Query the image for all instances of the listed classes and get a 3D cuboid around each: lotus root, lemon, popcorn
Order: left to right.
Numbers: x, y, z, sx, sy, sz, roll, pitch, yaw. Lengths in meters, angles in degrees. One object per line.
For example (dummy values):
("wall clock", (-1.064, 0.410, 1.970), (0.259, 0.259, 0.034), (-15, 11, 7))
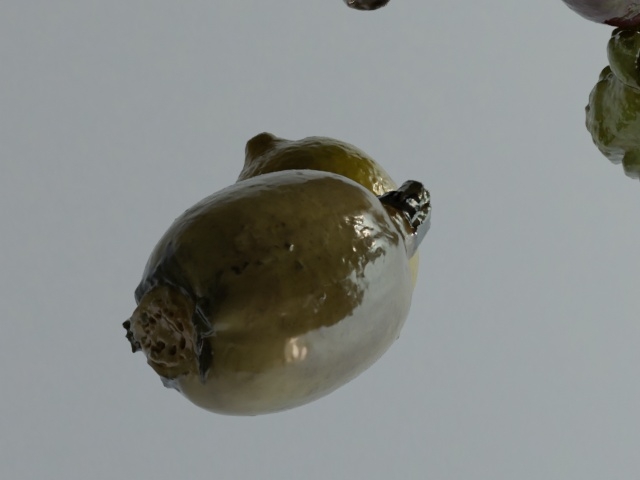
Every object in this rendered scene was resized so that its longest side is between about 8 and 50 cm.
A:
("lotus root", (-0.010, 0.028, 1.267), (0.183, 0.183, 0.310), (36, -141, 27))
("lemon", (0.000, 0.000, 1.540), (0.187, 0.187, 0.244), (-36, -93, -20))
("popcorn", (0.353, -0.140, 1.539), (0.168, 0.195, 0.174), (2, -116, -2))

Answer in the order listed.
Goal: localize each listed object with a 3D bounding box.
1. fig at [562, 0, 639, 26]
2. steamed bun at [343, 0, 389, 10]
("fig", (0.256, -0.307, 1.450), (0.160, 0.143, 0.231), (-7, -125, -24))
("steamed bun", (0.034, -0.193, 0.747), (0.145, 0.175, 0.106), (-36, -124, -4))
